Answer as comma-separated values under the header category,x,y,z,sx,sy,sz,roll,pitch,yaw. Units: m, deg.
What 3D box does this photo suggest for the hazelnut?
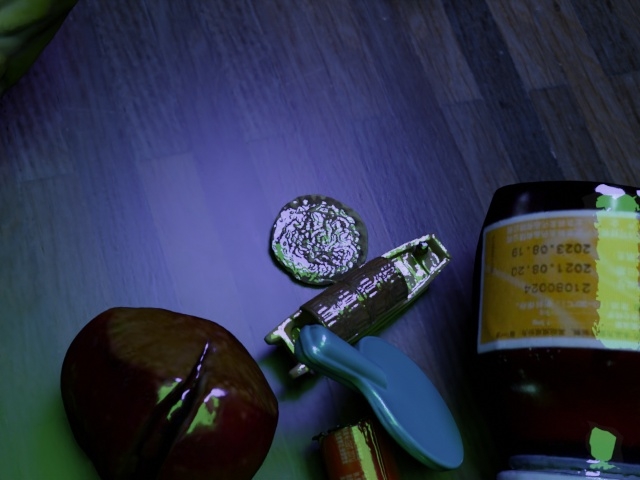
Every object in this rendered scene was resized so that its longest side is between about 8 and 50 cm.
category,x,y,z,sx,sy,sz,roll,pitch,yaw
hazelnut,-0.140,0.150,0.870,0.204,0.178,0.178,30,62,4

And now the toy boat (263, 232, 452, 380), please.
category,x,y,z,sx,sy,sz,roll,pitch,yaw
toy boat,0.046,0.061,0.996,0.226,0.088,0.068,-32,78,-25

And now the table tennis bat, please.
category,x,y,z,sx,sy,sz,roll,pitch,yaw
table tennis bat,0.060,0.141,0.919,0.237,0.038,0.149,35,25,-41

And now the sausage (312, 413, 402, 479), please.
category,x,y,z,sx,sy,sz,roll,pitch,yaw
sausage,0.061,0.297,0.900,0.083,0.083,0.264,-8,71,-19

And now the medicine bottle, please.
category,x,y,z,sx,sy,sz,roll,pitch,yaw
medicine bottle,0.260,0.150,0.950,0.242,0.242,0.395,7,79,-13

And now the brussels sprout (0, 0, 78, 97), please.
category,x,y,z,sx,sy,sz,roll,pitch,yaw
brussels sprout,-0.360,-0.288,0.903,0.314,0.275,0.372,-12,108,-47

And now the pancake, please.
category,x,y,z,sx,sy,sz,roll,pitch,yaw
pancake,0.000,-0.001,1.052,0.114,0.011,0.115,6,65,-13
